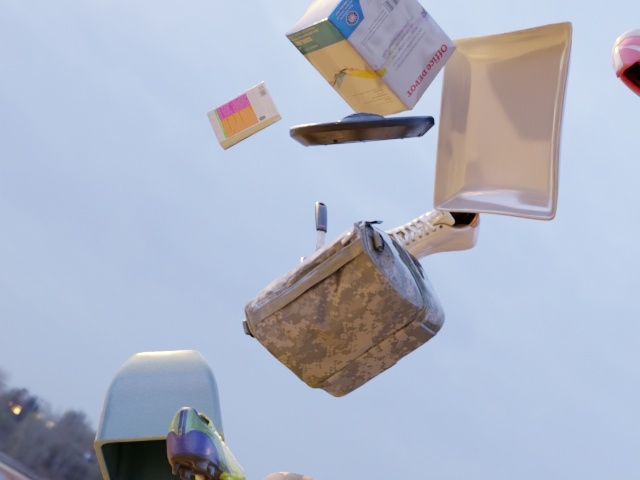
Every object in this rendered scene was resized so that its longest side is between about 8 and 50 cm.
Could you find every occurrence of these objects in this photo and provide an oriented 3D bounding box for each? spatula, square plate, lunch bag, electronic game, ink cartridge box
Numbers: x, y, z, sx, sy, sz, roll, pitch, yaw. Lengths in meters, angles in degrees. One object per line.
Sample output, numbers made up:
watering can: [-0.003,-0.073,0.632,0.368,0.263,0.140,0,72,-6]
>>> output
spatula: [0.000,0.000,2.071,0.084,0.296,0.030,16,-52,-10]
square plate: [0.342,-0.217,1.721,0.049,0.344,0.347,3,3,-31]
lunch bag: [0.041,0.114,1.664,0.256,0.305,0.213,32,29,-51]
electronic game: [0.065,-0.177,1.441,0.229,0.048,0.229,-5,6,0]
ink cartridge box: [0.094,-0.366,1.702,0.232,0.171,0.168,45,-20,-22]

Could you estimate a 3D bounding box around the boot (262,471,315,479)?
boot: [0.012,0.604,1.880,0.295,0.104,0.211,16,-46,27]

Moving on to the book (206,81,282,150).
book: [-0.167,-0.272,1.986,0.096,0.144,0.035,65,5,25]

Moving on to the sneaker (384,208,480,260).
sneaker: [0.236,-0.027,2.125,0.123,0.290,0.106,94,-24,-43]

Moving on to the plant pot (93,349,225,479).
plant pot: [-0.319,0.369,1.905,0.247,0.252,0.247,-3,-44,-4]

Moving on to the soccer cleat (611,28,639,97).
soccer cleat: [0.640,-0.242,1.592,0.318,0.116,0.109,33,-46,-4]

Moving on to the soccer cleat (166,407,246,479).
soccer cleat: [-0.192,0.369,1.607,0.093,0.121,0.289,-7,-26,8]
